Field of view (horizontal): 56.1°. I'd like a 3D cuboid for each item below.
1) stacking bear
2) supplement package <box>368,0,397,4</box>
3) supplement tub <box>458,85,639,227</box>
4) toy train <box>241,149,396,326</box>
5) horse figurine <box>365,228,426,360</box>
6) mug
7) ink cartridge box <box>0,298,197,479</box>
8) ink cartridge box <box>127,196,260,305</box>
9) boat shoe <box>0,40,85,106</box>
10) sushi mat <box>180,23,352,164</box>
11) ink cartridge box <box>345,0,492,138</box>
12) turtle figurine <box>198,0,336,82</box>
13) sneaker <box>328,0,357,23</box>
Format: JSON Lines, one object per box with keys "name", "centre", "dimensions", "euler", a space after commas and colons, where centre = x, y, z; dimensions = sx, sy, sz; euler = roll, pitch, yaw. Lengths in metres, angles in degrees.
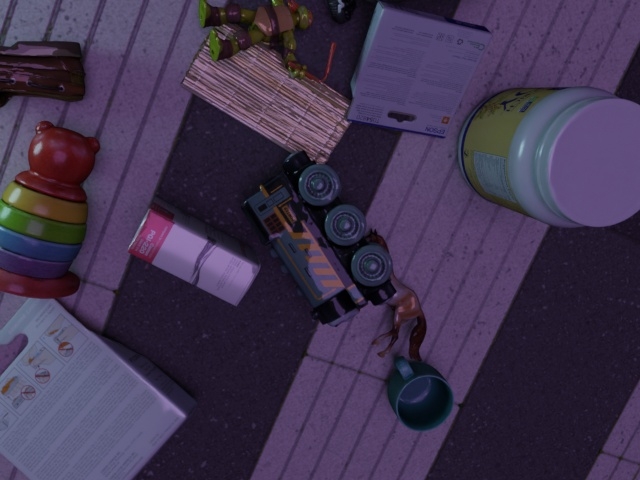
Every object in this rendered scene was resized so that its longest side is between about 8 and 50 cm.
{"name": "stacking bear", "centre": [-0.481, -0.059, 1.053], "dimensions": [0.175, 0.164, 0.289], "euler": [18, 95, -14]}
{"name": "supplement package", "centre": [0.192, -0.494, 1.030], "dimensions": [0.244, 0.139, 0.133], "euler": [-2, 105, 15]}
{"name": "supplement tub", "centre": [0.419, -0.157, 1.093], "dimensions": [0.241, 0.331, 0.241], "euler": [-2, 104, -10]}
{"name": "toy train", "centre": [0.000, 0.000, 1.136], "dimensions": [0.190, 0.142, 0.334], "euler": [-33, 92, 4]}
{"name": "horse figurine", "centre": [0.134, 0.127, 1.241], "dimensions": [0.263, 0.066, 0.174], "euler": [46, 77, -7]}
{"name": "mug", "centre": [0.211, 0.317, 1.292], "dimensions": [0.130, 0.097, 0.157], "euler": [1, 102, -10]}
{"name": "ink cartridge box", "centre": [-0.492, 0.322, 1.194], "dimensions": [0.385, 0.091, 0.308], "euler": [42, 94, 0]}
{"name": "ink cartridge box", "centre": [-0.230, 0.017, 1.108], "dimensions": [0.218, 0.158, 0.092], "euler": [27, 96, -15]}
{"name": "boat shoe", "centre": [-0.557, -0.274, 1.004], "dimensions": [0.307, 0.111, 0.104], "euler": [-5, 103, -9]}
{"name": "sushi mat", "centre": [-0.091, -0.275, 1.137], "dimensions": [0.317, 0.019, 0.151], "euler": [30, 97, -16]}
{"name": "ink cartridge box", "centre": [0.177, -0.314, 1.133], "dimensions": [0.223, 0.045, 0.224], "euler": [7, 128, -18]}
{"name": "turtle figurine", "centre": [-0.102, -0.398, 1.068], "dimensions": [0.217, 0.087, 0.269], "euler": [-14, 93, -21]}
{"name": "sneaker", "centre": [0.013, -0.511, 1.072], "dimensions": [0.106, 0.078, 0.234], "euler": [12, 127, 25]}
